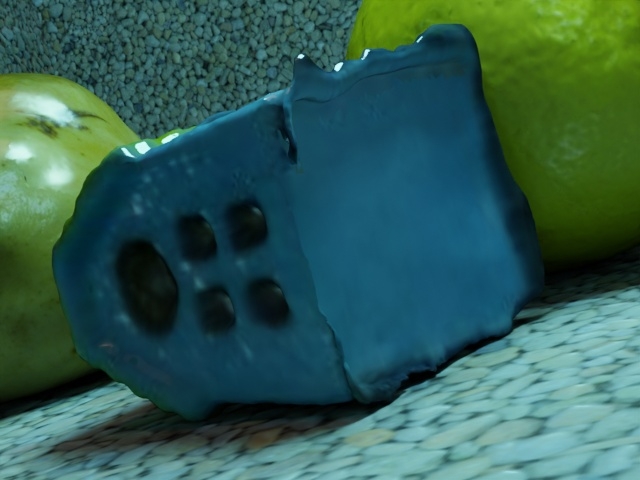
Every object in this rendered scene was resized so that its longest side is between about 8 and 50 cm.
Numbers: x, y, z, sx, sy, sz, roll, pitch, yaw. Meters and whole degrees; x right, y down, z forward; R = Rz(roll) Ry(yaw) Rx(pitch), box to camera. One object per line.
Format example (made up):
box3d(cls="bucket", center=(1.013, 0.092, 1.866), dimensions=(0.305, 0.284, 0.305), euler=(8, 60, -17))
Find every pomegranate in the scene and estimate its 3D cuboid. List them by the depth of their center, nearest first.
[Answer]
box3d(cls="pomegranate", center=(-0.291, 0.006, 1.181), dimensions=(0.333, 0.332, 0.332), euler=(-15, 5, 1))

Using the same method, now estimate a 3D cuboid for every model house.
box3d(cls="model house", center=(-0.028, 0.002, 0.885), dimensions=(0.303, 0.215, 0.237), euler=(-17, 2, 42))

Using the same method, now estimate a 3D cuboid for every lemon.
box3d(cls="lemon", center=(0.176, -0.131, 1.043), dimensions=(0.348, 0.348, 0.348), euler=(-15, 5, 1))
